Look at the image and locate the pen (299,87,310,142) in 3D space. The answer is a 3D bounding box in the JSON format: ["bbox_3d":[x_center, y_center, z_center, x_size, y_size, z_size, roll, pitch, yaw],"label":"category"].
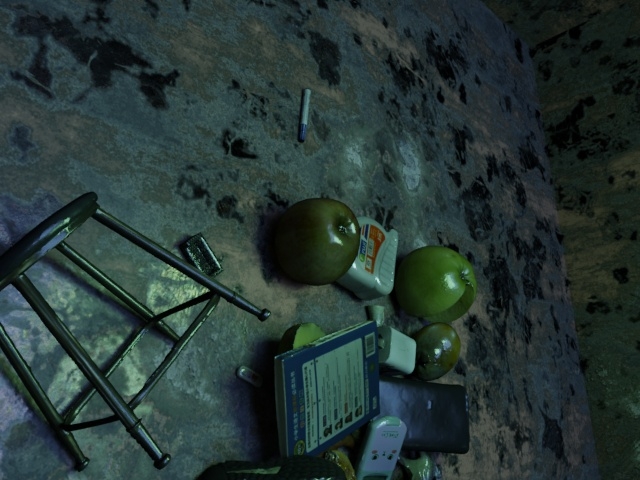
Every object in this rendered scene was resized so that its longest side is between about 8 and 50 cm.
[{"bbox_3d":[-0.053,-0.415,1.885,0.025,0.025,0.204,25,60,-40],"label":"pen"}]

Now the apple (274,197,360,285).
[{"bbox_3d":[0.000,0.000,1.647,0.256,0.233,0.257,23,58,-42],"label":"apple"}]

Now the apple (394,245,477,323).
[{"bbox_3d":[0.412,0.160,2.020,0.292,0.254,0.292,25,55,-40],"label":"apple"}]

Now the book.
[{"bbox_3d":[0.034,0.406,1.550,0.428,0.039,0.300,-10,100,-51],"label":"book"}]

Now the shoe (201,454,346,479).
[{"bbox_3d":[-0.105,0.611,1.325,0.336,0.132,0.171,-1,93,-7],"label":"shoe"}]

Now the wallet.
[{"bbox_3d":[0.315,0.566,1.846,0.405,0.062,0.229,14,67,-26],"label":"wallet"}]

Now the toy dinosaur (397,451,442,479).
[{"bbox_3d":[0.337,0.744,1.874,0.294,0.077,0.162,10,63,-47],"label":"toy dinosaur"}]

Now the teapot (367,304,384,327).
[{"bbox_3d":[0.187,0.258,1.896,0.067,0.057,0.083,15,73,-40],"label":"teapot"}]

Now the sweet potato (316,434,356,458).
[{"bbox_3d":[0.026,0.579,1.612,0.255,0.058,0.078,6,89,-49],"label":"sweet potato"}]

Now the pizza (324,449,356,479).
[{"bbox_3d":[0.066,0.683,1.584,0.127,0.058,0.247,-23,106,-55],"label":"pizza"}]

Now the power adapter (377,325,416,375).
[{"bbox_3d":[0.193,0.344,1.815,0.204,0.130,0.125,31,56,-36],"label":"power adapter"}]

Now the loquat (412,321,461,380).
[{"bbox_3d":[0.391,0.388,1.977,0.227,0.179,0.179,-42,109,-32],"label":"loquat"}]

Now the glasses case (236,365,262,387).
[{"bbox_3d":[-0.184,0.356,1.484,0.083,0.021,0.032,40,52,-31],"label":"glasses case"}]

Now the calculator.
[{"bbox_3d":[0.172,0.635,1.686,0.141,0.045,0.246,16,95,-32],"label":"calculator"}]

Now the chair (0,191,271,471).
[{"bbox_3d":[-0.413,0.153,1.071,0.410,0.364,0.362,51,46,-17],"label":"chair"}]

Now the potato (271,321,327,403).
[{"bbox_3d":[-0.069,0.351,1.535,0.160,0.111,0.272,9,84,-53],"label":"potato"}]

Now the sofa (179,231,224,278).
[{"bbox_3d":[-0.303,0.044,1.449,0.060,0.039,0.118,-42,108,-45],"label":"sofa"}]

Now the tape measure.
[{"bbox_3d":[0.142,0.050,1.864,0.265,0.130,0.258,32,53,-30],"label":"tape measure"}]
